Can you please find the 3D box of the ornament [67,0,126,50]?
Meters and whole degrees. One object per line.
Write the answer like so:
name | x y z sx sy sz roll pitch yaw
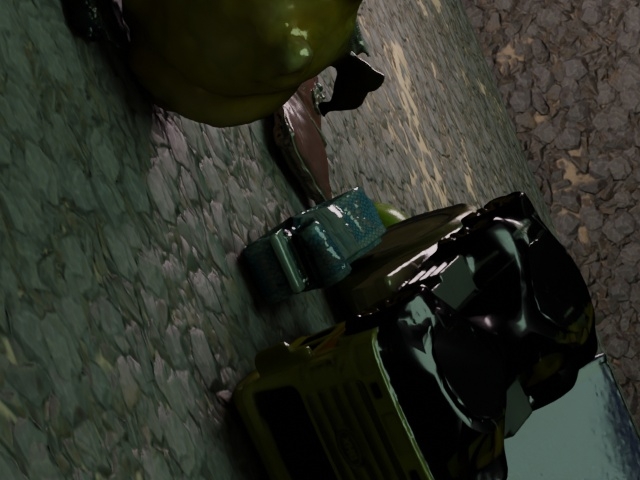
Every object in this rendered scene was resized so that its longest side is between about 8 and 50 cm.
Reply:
ornament | -0.197 -0.196 1.419 0.125 0.028 0.073 32 37 -70

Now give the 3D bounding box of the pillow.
pillow | -0.023 -0.141 1.954 0.232 0.043 0.126 -97 160 -45

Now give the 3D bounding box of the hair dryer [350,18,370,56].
hair dryer | 0.002 -0.413 2.472 0.229 0.092 0.267 -107 180 -46

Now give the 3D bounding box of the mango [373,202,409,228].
mango | 0.093 0.034 2.023 0.163 0.089 0.117 53 4 -14

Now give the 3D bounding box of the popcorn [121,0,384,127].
popcorn | -0.078 -0.249 1.528 0.281 0.297 0.316 21 3 -39

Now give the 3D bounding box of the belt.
belt | 0.000 0.000 1.722 0.302 0.087 0.072 -37 107 -76

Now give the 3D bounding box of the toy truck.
toy truck | 0.079 0.108 1.543 0.180 0.254 0.405 63 28 -6

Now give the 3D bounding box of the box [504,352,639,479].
box | 0.205 0.280 1.723 0.279 0.116 0.261 -22 89 -38

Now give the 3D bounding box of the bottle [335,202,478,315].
bottle | 0.151 0.151 1.895 0.171 0.171 0.351 -51 119 -75
